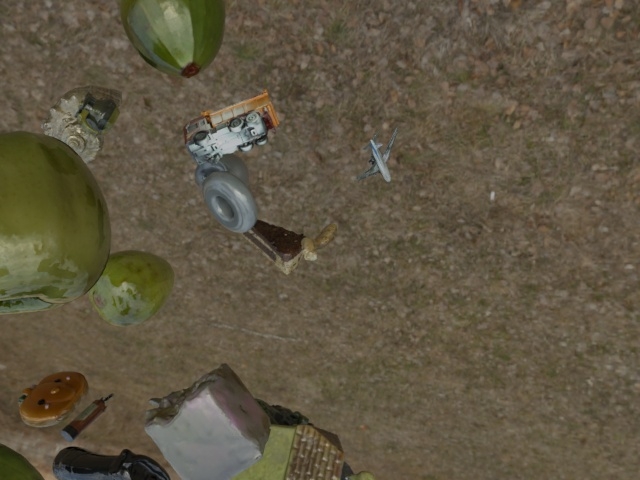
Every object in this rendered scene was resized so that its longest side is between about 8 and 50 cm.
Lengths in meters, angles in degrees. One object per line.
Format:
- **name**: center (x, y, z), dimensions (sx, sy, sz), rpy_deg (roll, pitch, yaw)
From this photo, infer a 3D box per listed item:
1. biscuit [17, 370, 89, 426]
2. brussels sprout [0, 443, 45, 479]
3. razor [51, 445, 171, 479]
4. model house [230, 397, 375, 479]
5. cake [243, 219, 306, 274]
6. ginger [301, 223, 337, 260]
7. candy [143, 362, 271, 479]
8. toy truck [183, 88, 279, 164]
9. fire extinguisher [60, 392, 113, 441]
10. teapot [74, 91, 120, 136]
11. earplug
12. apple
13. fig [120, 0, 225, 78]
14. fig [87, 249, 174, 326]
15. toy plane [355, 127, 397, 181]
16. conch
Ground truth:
- **biscuit**: center (-0.684, 0.391, 1.422), dimensions (0.170, 0.170, 0.050), rpy_deg (5, 123, 17)
- **brussels sprout**: center (-0.506, 0.403, 0.824), dimensions (0.223, 0.223, 0.161), rpy_deg (20, -169, -9)
- **razor**: center (-0.576, 0.646, 1.532), dimensions (0.348, 0.114, 0.204), rpy_deg (-11, 128, 34)
- **model house**: center (-0.034, 0.507, 1.270), dimensions (0.266, 0.261, 0.321), rpy_deg (-5, 150, 32)
- **cake**: center (-0.179, 0.020, 1.954), dimensions (0.245, 0.135, 0.112), rpy_deg (18, 132, 5)
- **ginger**: center (0.000, 0.000, 1.849), dimensions (0.089, 0.288, 0.075), rpy_deg (-27, 94, 21)
- **candy**: center (-0.211, 0.355, 1.063), dimensions (0.184, 0.137, 0.195), rpy_deg (-32, 101, 13)
- **toy truck**: center (-0.256, -0.323, 1.612), dimensions (0.270, 0.135, 0.114), rpy_deg (-21, 141, 0)
- **fire extinguisher**: center (-0.701, 0.530, 1.705), dimensions (0.050, 0.177, 0.062), rpy_deg (48, 128, -4)
- **teapot**: center (-0.735, -0.406, 1.837), dimensions (0.119, 0.166, 0.130), rpy_deg (29, 127, -24)
- **earplug**: center (-0.292, -0.163, 1.807), dimensions (0.174, 0.326, 0.214), rpy_deg (-17, 132, -15)
- **apple**: center (-0.743, -0.035, 1.346), dimensions (0.473, 0.474, 0.474), rpy_deg (11, 152, 6)
- **fig**: center (-0.400, -0.603, 1.583), dimensions (0.315, 0.316, 0.316), rpy_deg (11, 152, 6)
- **fig**: center (-0.632, 0.154, 1.933), dimensions (0.257, 0.258, 0.326), rpy_deg (-1, -172, 27)
- **toy plane**: center (0.194, -0.261, 1.836), dimensions (0.058, 0.226, 0.226), rpy_deg (33, 166, 26)
- **conch**: center (-0.857, -0.453, 2.026), dimensions (0.297, 0.352, 0.210), rpy_deg (-36, 139, 16)
